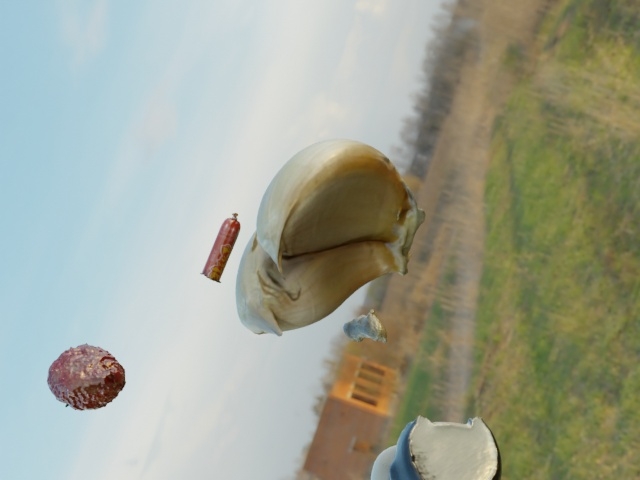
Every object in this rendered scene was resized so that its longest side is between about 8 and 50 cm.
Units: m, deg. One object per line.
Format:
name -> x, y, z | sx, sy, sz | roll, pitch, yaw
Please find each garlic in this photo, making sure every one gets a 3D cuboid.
garlic -> 0.000, 0.000, 1.554 | 0.313, 0.249, 0.286 | -17, -20, -27

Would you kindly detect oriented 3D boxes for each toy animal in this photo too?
toy animal -> 0.231, 0.516, 2.114 | 0.310, 0.250, 0.251 | 105, -175, -50

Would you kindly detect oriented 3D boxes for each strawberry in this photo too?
strawberry -> -0.407, 0.237, 1.765 | 0.148, 0.131, 0.131 | -37, 26, 53

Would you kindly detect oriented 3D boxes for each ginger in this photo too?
ginger -> 0.089, 0.167, 1.928 | 0.057, 0.044, 0.137 | -60, 18, -16

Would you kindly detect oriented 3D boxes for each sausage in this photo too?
sausage -> -0.195, 0.012, 2.046 | 0.145, 0.050, 0.048 | -67, 17, -1
